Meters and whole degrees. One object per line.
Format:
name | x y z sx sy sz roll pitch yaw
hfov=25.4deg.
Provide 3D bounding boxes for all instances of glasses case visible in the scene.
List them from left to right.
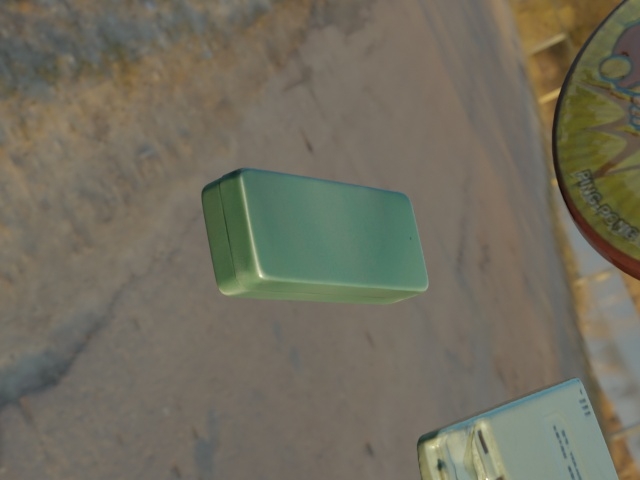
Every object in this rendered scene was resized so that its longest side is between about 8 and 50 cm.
glasses case | 0.000 0.000 0.957 0.184 0.039 0.078 6 68 -50

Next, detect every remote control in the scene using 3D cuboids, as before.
remote control | 0.150 0.178 1.051 0.285 0.038 0.123 -9 78 -60

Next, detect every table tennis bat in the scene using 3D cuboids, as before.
table tennis bat | 0.245 -0.104 0.786 0.310 0.200 0.038 -63 148 -19
